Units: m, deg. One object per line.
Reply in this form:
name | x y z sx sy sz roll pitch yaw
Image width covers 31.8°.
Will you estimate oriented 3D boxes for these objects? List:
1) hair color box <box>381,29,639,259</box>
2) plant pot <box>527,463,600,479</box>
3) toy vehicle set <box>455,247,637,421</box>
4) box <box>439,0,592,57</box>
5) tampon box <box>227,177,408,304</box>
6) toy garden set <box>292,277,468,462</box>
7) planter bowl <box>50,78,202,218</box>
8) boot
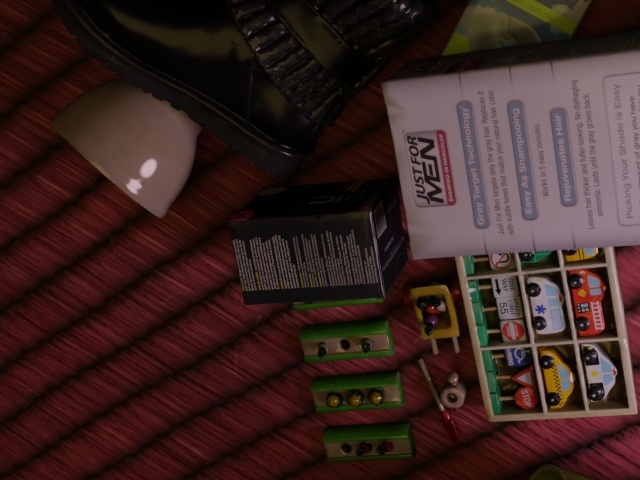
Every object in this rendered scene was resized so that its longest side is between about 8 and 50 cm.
hair color box | 0.262 -0.095 1.064 0.375 0.113 0.185 -4 109 21
plant pot | 0.366 0.402 1.207 0.294 0.274 0.274 11 113 -4
toy vehicle set | 0.242 0.068 1.223 0.166 0.035 0.266 -8 107 20
box | 0.201 -0.222 1.127 0.109 0.042 0.178 29 116 5
tampon box | 0.000 0.000 1.226 0.161 0.120 0.101 -3 109 18
toy garden set | 0.078 0.150 1.296 0.204 0.049 0.244 -7 107 19
planter bowl | -0.199 -0.117 1.238 0.162 0.162 0.109 42 91 -1
boot | -0.080 -0.254 1.150 0.348 0.131 0.260 34 123 -9
